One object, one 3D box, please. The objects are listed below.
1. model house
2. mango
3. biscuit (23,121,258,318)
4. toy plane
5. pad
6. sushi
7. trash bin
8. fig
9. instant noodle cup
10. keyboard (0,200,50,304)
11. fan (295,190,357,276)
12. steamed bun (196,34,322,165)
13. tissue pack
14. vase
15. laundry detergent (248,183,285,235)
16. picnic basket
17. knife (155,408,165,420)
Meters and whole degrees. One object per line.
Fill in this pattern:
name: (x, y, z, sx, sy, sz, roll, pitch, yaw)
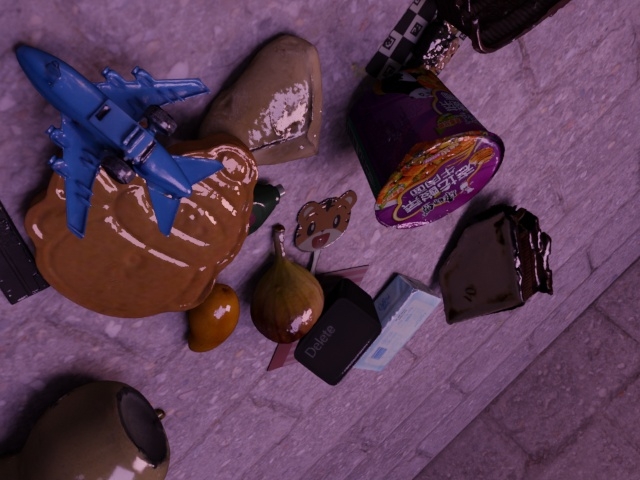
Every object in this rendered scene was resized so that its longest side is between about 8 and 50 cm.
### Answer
model house: (0.486, 0.045, 1.819, 0.283, 0.297, 0.317, -22, 104, -44)
mango: (-0.206, 0.156, 1.283, 0.102, 0.085, 0.184, -17, 143, -34)
biscuit: (-0.254, -0.023, 0.979, 0.312, 0.057, 0.351, 23, 115, -37)
toy plane: (-0.253, -0.135, 0.817, 0.271, 0.105, 0.254, 44, 72, -27)
pad: (-0.006, 0.186, 1.595, 0.202, 0.005, 0.299, -8, 132, -42)
sushi: (0.206, -0.347, 1.199, 0.215, 0.050, 0.192, -54, 145, 14)
trash bin: (0.039, 0.182, 1.443, 0.165, 0.115, 0.225, -52, -175, 10)
fig: (-0.054, 0.090, 1.326, 0.160, 0.143, 0.230, -47, 159, -66)
instant noodle cup: (0.169, -0.170, 1.192, 0.251, 0.190, 0.251, -20, 151, -12)
keyboard: (-0.445, 0.019, 0.947, 0.064, 0.010, 0.198, -28, 143, -20)
fan: (0.000, 0.000, 1.392, 0.153, 0.008, 0.226, -17, 136, -36)
steamed bun: (-0.062, -0.199, 1.029, 0.231, 0.110, 0.212, -15, 137, -40)
tissue pack: (0.180, 0.217, 1.753, 0.263, 0.089, 0.177, -53, 147, 10)
vase: (-0.430, 0.407, 1.228, 0.302, 0.240, 0.329, -32, 170, 2)
laundry detergent: (-0.152, -0.037, 1.152, 0.211, 0.063, 0.137, -30, 147, -25)
picnic basket: (0.308, -0.460, 1.090, 0.297, 0.129, 0.222, -36, 134, -12)
knife: (-0.465, 0.473, 1.405, 0.343, 0.027, 0.061, -36, 150, -12)
